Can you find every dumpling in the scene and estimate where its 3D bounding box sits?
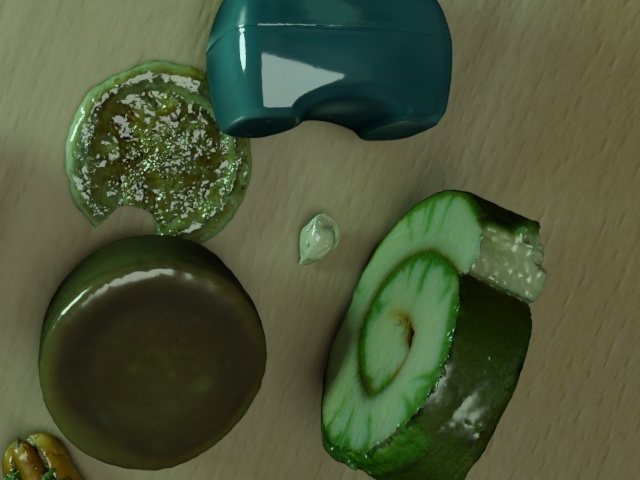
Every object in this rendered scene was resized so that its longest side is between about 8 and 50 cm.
[{"bbox_3d":[0.001,0.000,1.313,0.059,0.043,0.077,0,99,-39],"label":"dumpling"}]

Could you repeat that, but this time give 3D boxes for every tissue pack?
[{"bbox_3d":[0.009,-0.233,1.178,0.288,0.198,0.206,-2,88,-18],"label":"tissue pack"}]

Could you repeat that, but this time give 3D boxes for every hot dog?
[{"bbox_3d":[-0.350,0.369,1.275,0.109,0.072,0.269,-24,109,-12],"label":"hot dog"}]

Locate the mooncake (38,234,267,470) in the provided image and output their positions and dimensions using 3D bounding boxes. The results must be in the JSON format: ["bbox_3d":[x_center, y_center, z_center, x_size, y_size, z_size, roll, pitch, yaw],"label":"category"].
[{"bbox_3d":[-0.214,0.135,1.213,0.285,0.155,0.284,-6,112,-16],"label":"mooncake"}]

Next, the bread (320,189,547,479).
[{"bbox_3d":[0.143,0.118,1.203,0.129,0.366,0.382,27,115,-19],"label":"bread"}]

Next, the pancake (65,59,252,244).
[{"bbox_3d":[-0.202,-0.107,1.231,0.254,0.037,0.253,-4,105,-14],"label":"pancake"}]
